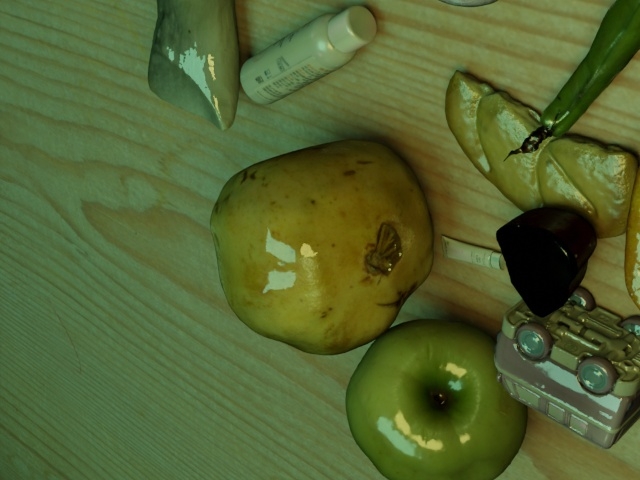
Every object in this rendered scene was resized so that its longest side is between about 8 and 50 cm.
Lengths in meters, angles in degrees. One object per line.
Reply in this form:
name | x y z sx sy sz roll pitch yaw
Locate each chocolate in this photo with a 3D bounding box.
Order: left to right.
chocolate | 0.291 0.015 1.308 0.125 0.080 0.149 43 153 32

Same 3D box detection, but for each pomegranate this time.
pomegranate | 0.000 0.000 1.501 0.332 0.332 0.333 28 133 34

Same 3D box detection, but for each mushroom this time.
mushroom | -0.176 -0.381 1.590 0.177 0.126 0.397 32 134 27

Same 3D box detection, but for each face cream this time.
face cream | -0.017 -0.275 1.520 0.269 0.082 0.082 -18 100 51
face cream | 0.221 0.020 1.501 0.115 0.020 0.038 17 127 45

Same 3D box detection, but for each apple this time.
apple | 0.173 0.250 1.518 0.279 0.279 0.279 28 133 34

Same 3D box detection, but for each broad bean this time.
broad bean | 0.322 -0.209 1.164 0.056 0.098 0.318 40 127 11

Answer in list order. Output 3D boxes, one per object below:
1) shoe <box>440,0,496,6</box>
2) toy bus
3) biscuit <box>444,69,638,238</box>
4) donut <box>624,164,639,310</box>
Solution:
shoe | 0.143 -0.391 1.246 0.245 0.095 0.138 49 145 23
toy bus | 0.339 0.163 1.366 0.202 0.142 0.142 29 133 32
biscuit | 0.278 -0.101 1.334 0.299 0.045 0.154 33 137 31
donut | 0.469 -0.007 1.089 0.302 0.110 0.303 13 113 32
